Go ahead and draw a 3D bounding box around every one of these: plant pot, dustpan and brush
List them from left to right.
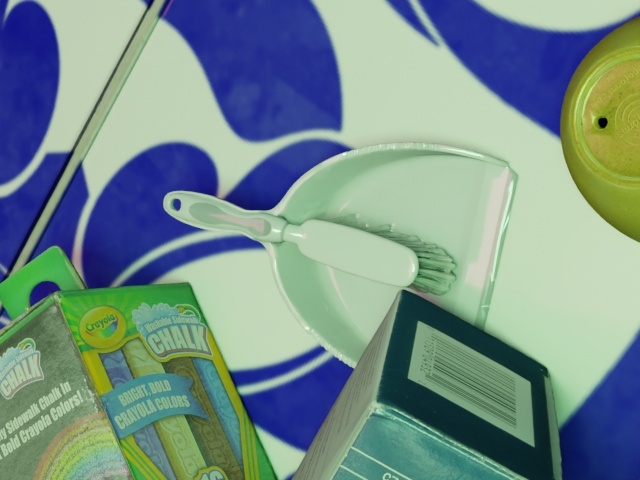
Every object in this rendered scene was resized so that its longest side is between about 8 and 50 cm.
[{"bbox_3d":[0.000,0.000,0.773,0.211,0.060,0.147,16,99,31],"label":"dustpan and brush"},{"bbox_3d":[0.174,-0.059,0.641,0.134,0.095,0.134,0,91,33],"label":"plant pot"}]

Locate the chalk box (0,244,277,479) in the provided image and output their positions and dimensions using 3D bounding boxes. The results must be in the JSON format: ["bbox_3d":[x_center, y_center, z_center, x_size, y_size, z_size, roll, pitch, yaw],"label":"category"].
[{"bbox_3d":[-0.145,0.110,0.828,0.132,0.132,0.213,-33,72,29],"label":"chalk box"}]

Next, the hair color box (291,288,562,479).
[{"bbox_3d":[0.000,0.216,0.699,0.105,0.174,0.347,29,108,0],"label":"hair color box"}]
